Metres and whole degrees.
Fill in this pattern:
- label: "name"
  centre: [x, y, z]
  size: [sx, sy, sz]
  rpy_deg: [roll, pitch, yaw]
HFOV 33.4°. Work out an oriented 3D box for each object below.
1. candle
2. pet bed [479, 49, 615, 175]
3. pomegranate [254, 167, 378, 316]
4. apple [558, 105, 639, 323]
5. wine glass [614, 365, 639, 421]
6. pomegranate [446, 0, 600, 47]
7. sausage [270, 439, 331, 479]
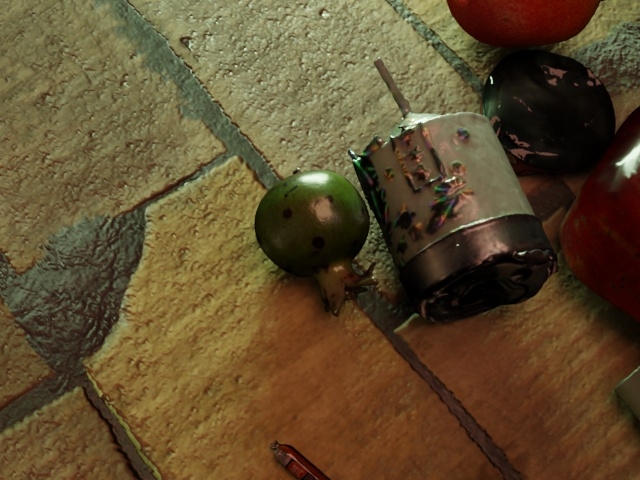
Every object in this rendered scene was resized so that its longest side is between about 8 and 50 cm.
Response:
- label: "candle"
  centre: [0.145, -0.068, 1.300]
  size: [0.187, 0.187, 0.330]
  rpy_deg: [-15, 68, -17]
- label: "pet bed"
  centre: [0.308, -0.174, 1.454]
  size: [0.201, 0.053, 0.201]
  rpy_deg: [4, 66, -8]
- label: "pomegranate"
  centre: [0.005, -0.005, 1.275]
  size: [0.148, 0.148, 0.169]
  rpy_deg: [-41, 89, -24]
- label: "apple"
  centre: [0.504, -0.013, 1.357]
  size: [0.365, 0.295, 0.329]
  rpy_deg: [43, 96, 13]
- label: "wine glass"
  centre: [0.452, 0.241, 1.259]
  size: [0.103, 0.103, 0.231]
  rpy_deg: [-27, 69, -20]
- label: "pomegranate"
  centre: [0.293, -0.366, 1.455]
  size: [0.257, 0.221, 0.221]
  rpy_deg: [-4, 65, -30]
- label: "sausage"
  centre: [0.019, 0.294, 1.198]
  size: [0.198, 0.025, 0.028]
  rpy_deg: [40, 97, 10]
